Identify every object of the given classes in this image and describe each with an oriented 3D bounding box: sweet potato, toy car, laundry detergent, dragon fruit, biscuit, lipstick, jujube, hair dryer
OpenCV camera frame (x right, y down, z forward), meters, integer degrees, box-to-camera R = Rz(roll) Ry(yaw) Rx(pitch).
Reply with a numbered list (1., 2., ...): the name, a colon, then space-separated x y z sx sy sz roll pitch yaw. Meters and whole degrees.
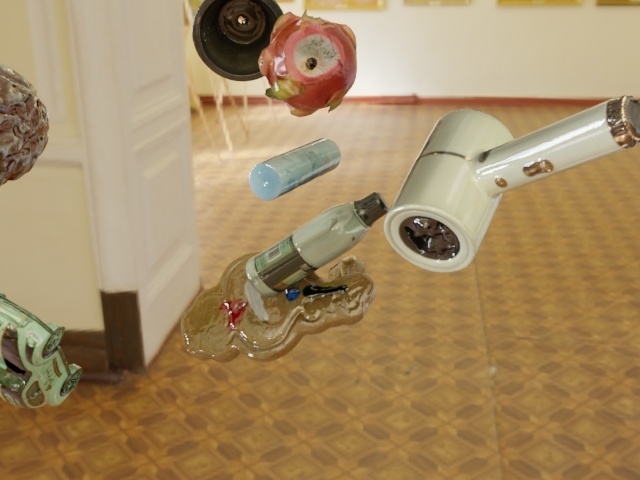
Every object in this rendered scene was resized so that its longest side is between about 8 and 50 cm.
1. sweet potato: 0.055 0.072 1.541 0.062 0.081 0.233 2 -7 -7
2. toy car: -0.499 0.198 1.325 0.136 0.306 0.125 27 62 8
3. laundry detergent: 0.000 0.000 1.169 0.225 0.070 0.099 -33 -13 16
4. dragon fruit: -0.024 -0.376 1.706 0.224 0.224 0.227 -3 -6 -6
5. biscuit: -0.071 0.100 1.246 0.319 0.183 0.047 -2 -26 20
6. lipstick: -0.029 -0.092 1.004 0.048 0.048 0.158 9 22 26
7. jujube: -0.543 -0.167 1.215 0.226 0.226 0.317 2 17 8
8. hair dryer: 0.249 -0.096 0.980 0.362 0.128 0.203 -21 31 50

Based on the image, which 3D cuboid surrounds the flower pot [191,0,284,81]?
1. flower pot: -0.197 -0.533 1.991 0.235 0.235 0.148 -2 30 -3
